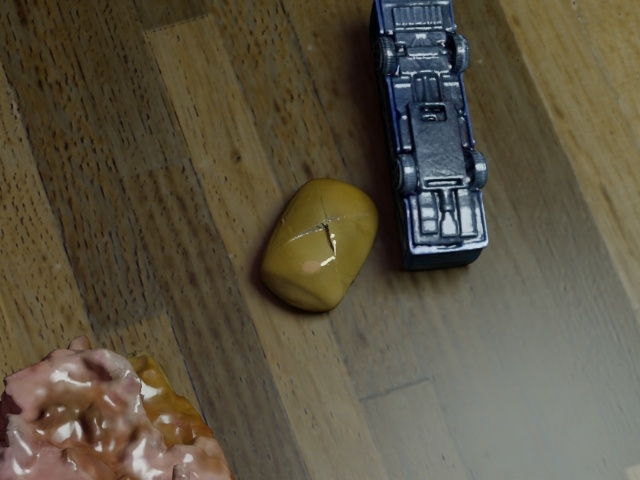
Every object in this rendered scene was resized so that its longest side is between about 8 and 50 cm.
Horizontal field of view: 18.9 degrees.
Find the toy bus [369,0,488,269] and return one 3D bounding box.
[{"bbox_3d":[0.086,-0.094,1.623,0.079,0.094,0.237,-3,71,-13],"label":"toy bus"}]

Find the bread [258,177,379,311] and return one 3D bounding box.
[{"bbox_3d":[0.000,0.000,1.599,0.082,0.056,0.115,30,70,5],"label":"bread"}]

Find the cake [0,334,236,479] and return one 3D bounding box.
[{"bbox_3d":[-0.184,0.269,1.360,0.306,0.293,0.314,-23,67,-16],"label":"cake"}]
